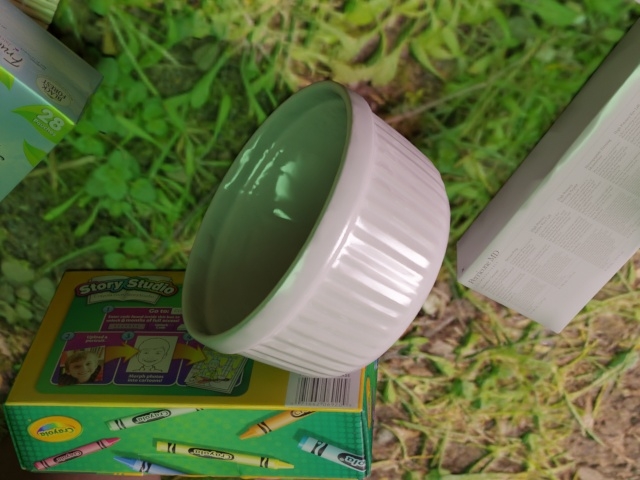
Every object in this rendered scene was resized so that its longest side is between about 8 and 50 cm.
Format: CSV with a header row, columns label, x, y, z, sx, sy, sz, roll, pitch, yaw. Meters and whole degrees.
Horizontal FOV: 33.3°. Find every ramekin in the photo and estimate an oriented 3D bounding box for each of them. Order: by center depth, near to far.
label,x,y,z,sx,sy,sz,roll,pitch,yaw
ramekin,0.000,0.000,0.771,0.109,0.207,0.207,28,124,-24

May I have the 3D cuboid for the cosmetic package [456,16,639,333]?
label,x,y,z,sx,sy,sz,roll,pitch,yaw
cosmetic package,0.207,-0.044,0.797,0.098,0.060,0.239,26,124,-14

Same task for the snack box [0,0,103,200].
label,x,y,z,sx,sy,sz,roll,pitch,yaw
snack box,-0.293,-0.102,0.792,0.174,0.070,0.207,38,128,-21

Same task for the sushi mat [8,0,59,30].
label,x,y,z,sx,sy,sz,roll,pitch,yaw
sushi mat,-0.330,-0.233,0.751,0.316,0.019,0.151,25,125,-12

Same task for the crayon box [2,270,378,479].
label,x,y,z,sx,sy,sz,roll,pitch,yaw
crayon box,-0.094,0.104,0.874,0.278,0.165,0.081,0,126,7

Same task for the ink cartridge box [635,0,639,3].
label,x,y,z,sx,sy,sz,roll,pitch,yaw
ink cartridge box,0.230,-0.279,0.592,0.201,0.117,0.278,26,124,-12

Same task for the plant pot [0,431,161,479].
label,x,y,z,sx,sy,sz,roll,pitch,yaw
plant pot,-0.238,0.275,0.972,0.263,0.229,0.263,4,126,5
